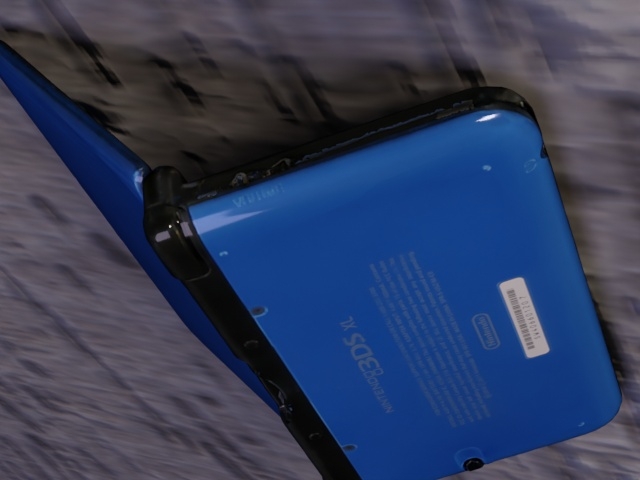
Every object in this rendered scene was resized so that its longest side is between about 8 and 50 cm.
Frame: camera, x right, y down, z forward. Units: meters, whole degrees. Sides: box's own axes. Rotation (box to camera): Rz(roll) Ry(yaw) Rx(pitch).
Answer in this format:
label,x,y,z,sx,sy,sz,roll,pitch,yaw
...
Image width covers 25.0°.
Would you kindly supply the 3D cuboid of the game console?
label,x,y,z,sx,sy,sz,roll,pitch,yaw
game console,0.000,0.000,0.762,0.250,0.173,0.293,-18,142,9
